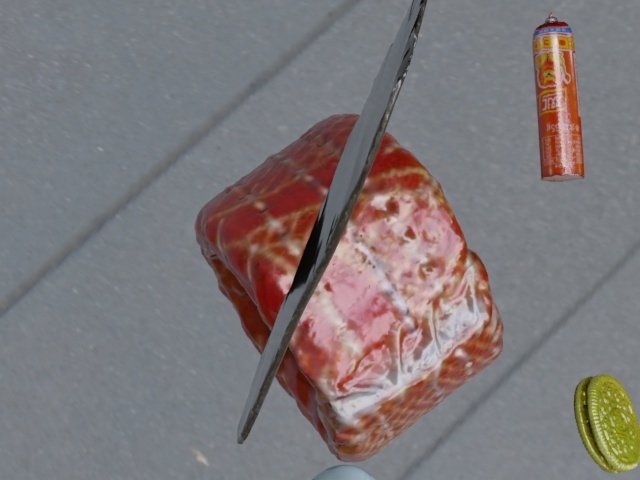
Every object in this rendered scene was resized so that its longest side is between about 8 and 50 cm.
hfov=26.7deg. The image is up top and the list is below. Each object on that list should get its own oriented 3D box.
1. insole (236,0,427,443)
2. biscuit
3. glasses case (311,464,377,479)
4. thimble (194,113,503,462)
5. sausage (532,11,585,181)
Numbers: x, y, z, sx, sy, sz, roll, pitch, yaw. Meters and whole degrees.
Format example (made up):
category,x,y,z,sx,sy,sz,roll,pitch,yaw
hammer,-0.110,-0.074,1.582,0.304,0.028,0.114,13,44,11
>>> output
category,x,y,z,sx,sy,sz,roll,pitch,yaw
insole,0.000,0.000,0.687,0.007,0.111,0.328,20,136,-4
biscuit,0.239,0.152,1.118,0.084,0.023,0.084,32,48,-43
glasses case,-0.014,0.228,0.884,0.045,0.067,0.178,43,61,-25
thimble,0.029,0.050,1.457,0.230,0.350,0.350,-34,117,-8
sausage,0.181,-0.110,1.027,0.034,0.034,0.130,0,83,-28
